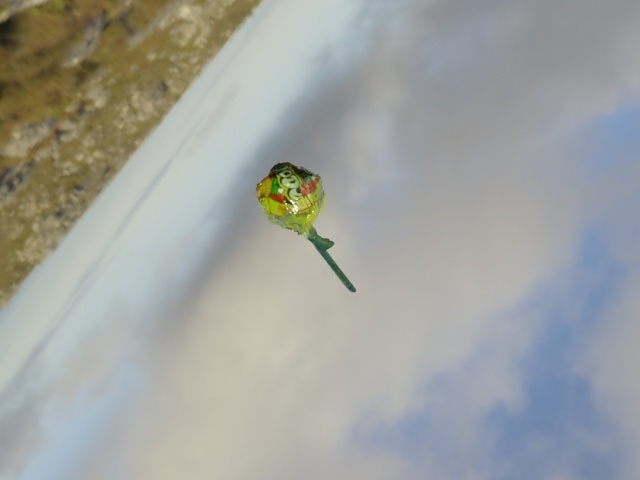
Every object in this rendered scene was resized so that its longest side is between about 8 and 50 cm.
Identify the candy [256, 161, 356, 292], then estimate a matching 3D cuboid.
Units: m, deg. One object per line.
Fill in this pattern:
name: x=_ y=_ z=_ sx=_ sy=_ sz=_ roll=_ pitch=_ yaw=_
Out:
candy: x=0.000 y=0.000 z=0.564 sx=0.035 sy=0.123 sz=0.035 roll=3 pitch=-122 yaw=27
